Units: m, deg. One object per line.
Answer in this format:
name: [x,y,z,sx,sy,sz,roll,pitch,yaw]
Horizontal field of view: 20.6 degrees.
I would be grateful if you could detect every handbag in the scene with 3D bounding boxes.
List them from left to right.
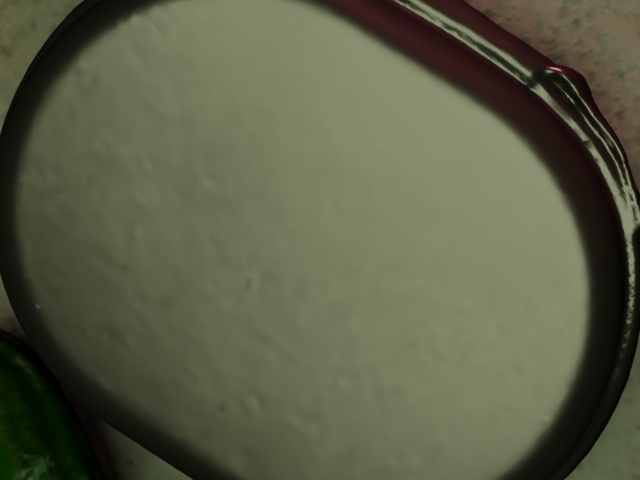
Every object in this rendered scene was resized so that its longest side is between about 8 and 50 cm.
handbag: [0.000,0.000,0.805,0.308,0.093,0.254,33,103,5]

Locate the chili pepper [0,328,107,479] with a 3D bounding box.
chili pepper: [-0.164,0.224,0.842,0.213,0.167,0.385,-10,103,19]
